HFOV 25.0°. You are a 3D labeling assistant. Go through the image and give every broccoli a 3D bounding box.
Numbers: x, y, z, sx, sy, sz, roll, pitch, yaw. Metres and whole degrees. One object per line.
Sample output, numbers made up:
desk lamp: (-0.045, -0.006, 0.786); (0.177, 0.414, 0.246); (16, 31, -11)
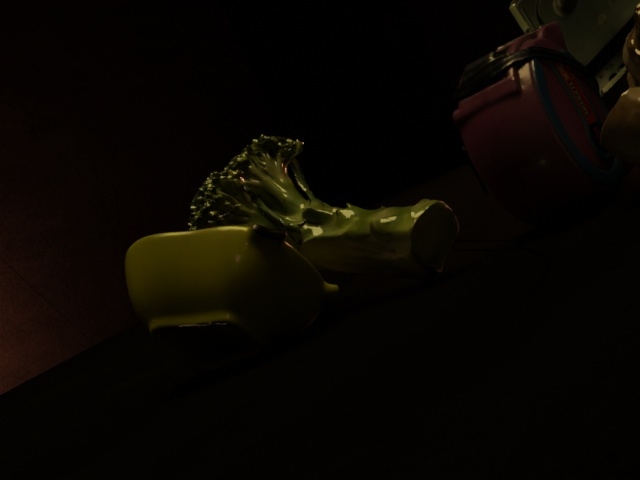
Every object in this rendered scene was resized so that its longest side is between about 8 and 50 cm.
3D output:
broccoli: (-0.009, -0.021, 1.825); (0.361, 0.252, 0.221); (-23, 19, 50)

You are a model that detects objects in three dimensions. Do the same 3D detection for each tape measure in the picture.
tape measure: (0.270, -0.141, 1.798); (0.149, 0.232, 0.245); (-25, 1, 31)

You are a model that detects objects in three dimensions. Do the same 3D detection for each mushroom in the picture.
mushroom: (0.433, -0.195, 1.612); (0.189, 0.254, 0.195); (14, -18, 17)

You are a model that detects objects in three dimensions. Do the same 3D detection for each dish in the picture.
dish: (-0.122, 0.088, 1.782); (0.262, 0.221, 0.108); (-13, 49, 33)

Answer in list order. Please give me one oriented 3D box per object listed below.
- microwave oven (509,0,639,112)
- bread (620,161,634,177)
microwave oven: (0.508, -0.371, 1.951); (0.333, 0.247, 0.394); (3, -40, -41)
bread: (0.360, -0.092, 1.932); (0.110, 0.060, 0.066); (-27, 33, -23)
